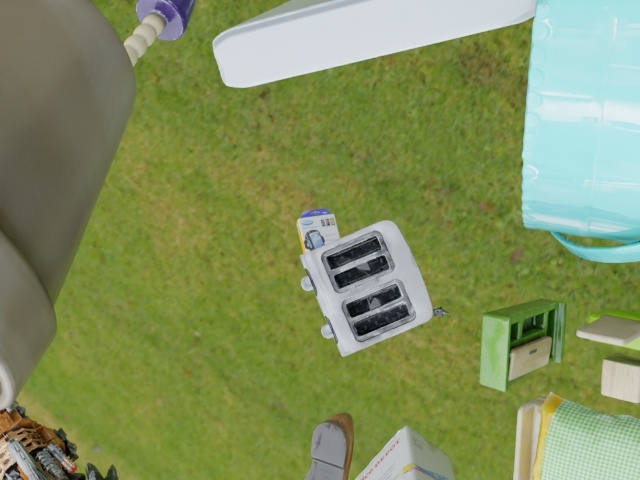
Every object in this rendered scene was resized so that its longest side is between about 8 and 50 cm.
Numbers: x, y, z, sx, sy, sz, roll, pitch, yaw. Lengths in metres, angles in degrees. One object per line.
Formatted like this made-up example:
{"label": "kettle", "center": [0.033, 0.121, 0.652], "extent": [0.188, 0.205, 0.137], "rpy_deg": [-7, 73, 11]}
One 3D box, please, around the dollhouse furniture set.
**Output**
{"label": "dollhouse furniture set", "center": [0.325, 0.242, 1.127], "extent": [0.198, 0.151, 0.301], "rpy_deg": [10, 104, 41]}

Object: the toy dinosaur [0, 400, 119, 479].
{"label": "toy dinosaur", "center": [-0.278, 0.304, 0.925], "extent": [0.218, 0.164, 0.321], "rpy_deg": [116, 135, -61]}

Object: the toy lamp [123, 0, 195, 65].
{"label": "toy lamp", "center": [-0.250, -0.255, 1.173], "extent": [0.080, 0.274, 0.080], "rpy_deg": [18, 146, 13]}

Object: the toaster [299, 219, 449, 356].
{"label": "toaster", "center": [0.076, 0.068, 1.293], "extent": [0.186, 0.110, 0.168], "rpy_deg": [-23, 87, 3]}

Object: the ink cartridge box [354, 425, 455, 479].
{"label": "ink cartridge box", "center": [0.142, 0.489, 1.536], "extent": [0.117, 0.278, 0.201], "rpy_deg": [37, 105, -10]}

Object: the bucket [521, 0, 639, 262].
{"label": "bucket", "center": [0.237, -0.115, 0.571], "extent": [0.183, 0.281, 0.281], "rpy_deg": [7, 134, 17]}

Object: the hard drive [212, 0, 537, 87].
{"label": "hard drive", "center": [0.071, -0.212, 0.763], "extent": [0.233, 0.353, 0.047], "rpy_deg": [-10, 109, 17]}

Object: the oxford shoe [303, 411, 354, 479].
{"label": "oxford shoe", "center": [0.017, 0.359, 1.333], "extent": [0.076, 0.076, 0.212], "rpy_deg": [22, 111, 20]}

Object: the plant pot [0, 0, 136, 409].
{"label": "plant pot", "center": [-0.299, -0.072, 0.684], "extent": [0.323, 0.280, 0.323], "rpy_deg": [20, 146, 14]}

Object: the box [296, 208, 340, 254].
{"label": "box", "center": [0.000, 0.000, 1.840], "extent": [0.081, 0.136, 0.028], "rpy_deg": [-8, 157, -14]}
